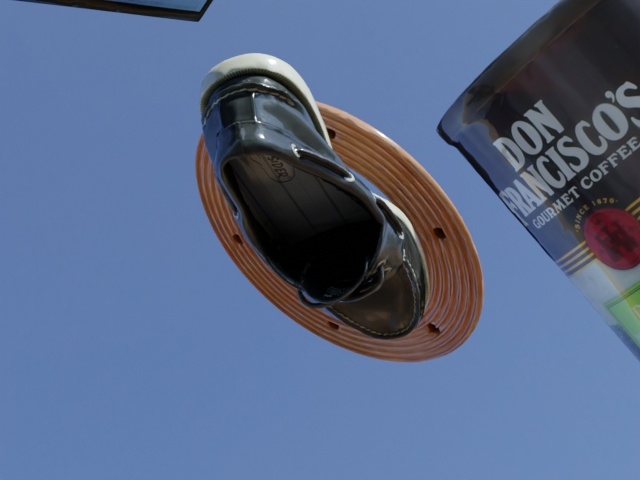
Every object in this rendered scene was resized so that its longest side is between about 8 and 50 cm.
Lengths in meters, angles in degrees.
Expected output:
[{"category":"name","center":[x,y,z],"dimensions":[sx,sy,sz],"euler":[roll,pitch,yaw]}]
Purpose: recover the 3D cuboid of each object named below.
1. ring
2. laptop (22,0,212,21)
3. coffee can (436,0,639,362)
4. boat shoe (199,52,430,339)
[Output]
[{"category":"ring","center":[0.018,-0.010,1.337],"dimensions":[0.032,0.337,0.336],"euler":[-48,-41,-35]},{"category":"laptop","center":[-0.097,-0.211,0.937],"dimensions":[0.234,0.264,0.136],"euler":[-1,-73,-41]},{"category":"coffee can","center":[0.237,-0.032,0.829],"dimensions":[0.201,0.201,0.275],"euler":[-42,-96,15]},{"category":"boat shoe","center":[0.004,-0.002,1.129],"dimensions":[0.127,0.113,0.340],"euler":[-17,-47,13]}]
